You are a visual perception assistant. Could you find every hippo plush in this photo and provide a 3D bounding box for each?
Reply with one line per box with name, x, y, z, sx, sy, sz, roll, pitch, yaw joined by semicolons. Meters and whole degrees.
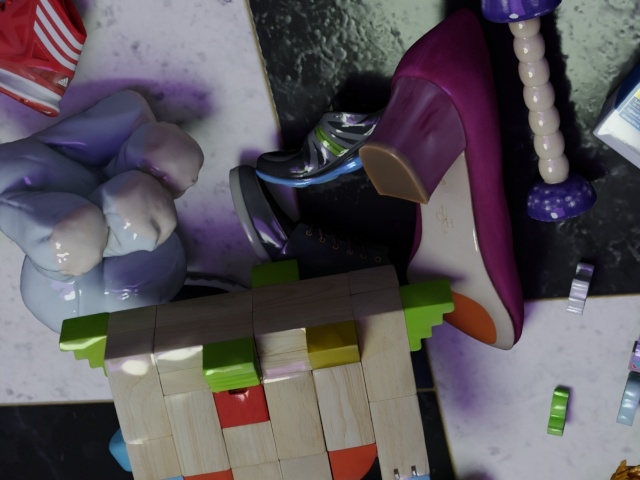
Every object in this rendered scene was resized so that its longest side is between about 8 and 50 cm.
hippo plush;-0.246;0.015;1.793;0.294;0.234;0.236;-17;129;-7

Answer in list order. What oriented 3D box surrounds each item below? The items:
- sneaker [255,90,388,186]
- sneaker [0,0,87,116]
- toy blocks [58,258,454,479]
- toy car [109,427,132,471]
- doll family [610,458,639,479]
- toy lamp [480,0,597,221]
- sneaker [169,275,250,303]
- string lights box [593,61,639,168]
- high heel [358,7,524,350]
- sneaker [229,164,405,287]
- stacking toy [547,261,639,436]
sneaker;0.020;-0.106;1.751;0.188;0.067;0.078;-20;101;23
sneaker;-0.326;-0.221;1.800;0.221;0.087;0.128;28;88;22
toy blocks;-0.045;0.182;1.746;0.382;0.190;0.260;-9;117;1
toy car;-0.135;0.314;1.932;0.210;0.238;0.219;-27;107;29
doll family;0.357;0.286;1.797;0.163;0.118;0.263;23;130;-8
toy lamp;0.204;-0.154;1.651;0.080;0.080;0.274;-6;119;21
sneaker;-0.079;0.127;1.875;0.283;0.124;0.107;17;122;9
string lights box;0.380;-0.163;1.586;0.133;0.076;0.259;36;123;-2
high heel;0.158;-0.045;1.713;0.127;0.181;0.377;19;154;30
sneaker;0.000;0.000;1.817;0.118;0.083;0.222;-29;100;10
stacking toy;0.325;0.133;1.789;0.167;0.052;0.221;13;122;11
